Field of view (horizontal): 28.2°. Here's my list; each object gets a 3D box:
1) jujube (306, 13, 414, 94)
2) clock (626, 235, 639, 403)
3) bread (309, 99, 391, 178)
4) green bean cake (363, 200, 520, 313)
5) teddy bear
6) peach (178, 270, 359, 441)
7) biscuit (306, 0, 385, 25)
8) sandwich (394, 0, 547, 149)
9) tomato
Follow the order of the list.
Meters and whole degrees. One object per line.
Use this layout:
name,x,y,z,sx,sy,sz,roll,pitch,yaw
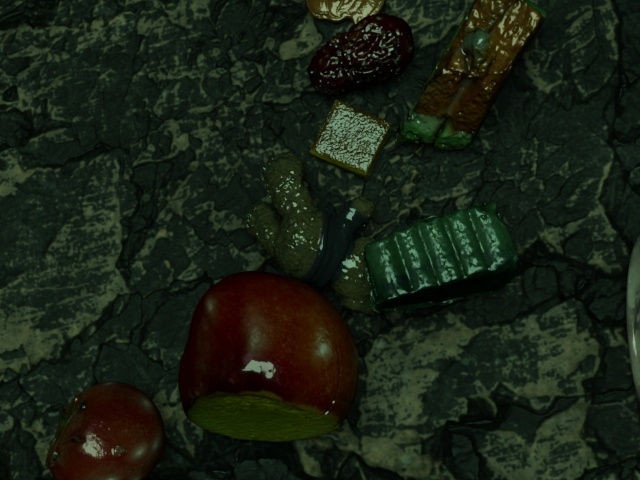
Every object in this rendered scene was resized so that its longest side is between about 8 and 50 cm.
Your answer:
jujube,0.059,-0.274,1.871,0.166,0.104,0.104,-16,76,14
clock,0.544,0.102,1.592,0.251,0.376,0.368,-3,77,1
bread,0.045,-0.148,1.873,0.094,0.035,0.090,24,82,10
green bean cake,0.158,0.034,1.734,0.208,0.193,0.107,-19,78,-2
teddy bear,-0.010,0.006,1.799,0.251,0.129,0.182,35,120,8
peach,-0.077,0.158,1.701,0.249,0.274,0.245,-22,80,-4
biscuit,0.034,-0.375,1.932,0.130,0.019,0.102,22,80,11
sandwich,0.233,-0.262,1.802,0.109,0.212,0.292,31,69,-3
tomato,-0.294,0.277,1.767,0.167,0.167,0.167,-1,78,6
